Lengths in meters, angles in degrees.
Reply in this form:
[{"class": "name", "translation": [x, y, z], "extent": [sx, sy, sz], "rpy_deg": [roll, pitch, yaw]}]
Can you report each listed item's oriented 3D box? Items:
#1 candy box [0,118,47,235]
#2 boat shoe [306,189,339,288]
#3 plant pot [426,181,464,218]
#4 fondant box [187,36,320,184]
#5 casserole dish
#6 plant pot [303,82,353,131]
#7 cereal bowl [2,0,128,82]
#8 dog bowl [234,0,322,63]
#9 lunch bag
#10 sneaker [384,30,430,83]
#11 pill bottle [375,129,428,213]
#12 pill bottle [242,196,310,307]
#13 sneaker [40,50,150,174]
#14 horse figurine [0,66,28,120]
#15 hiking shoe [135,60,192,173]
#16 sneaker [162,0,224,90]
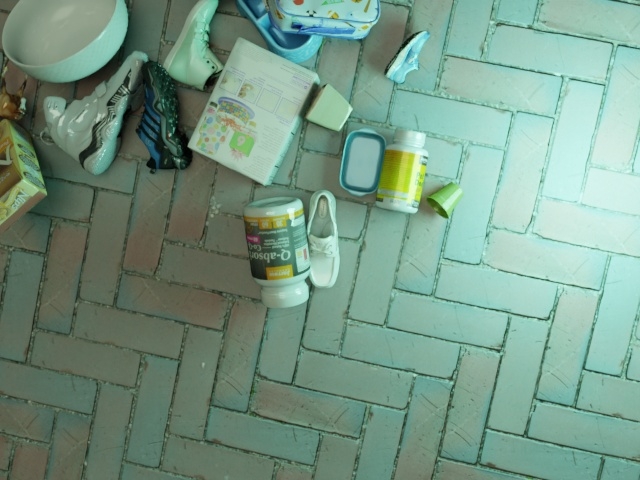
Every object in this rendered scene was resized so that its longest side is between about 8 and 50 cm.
[{"class": "candy box", "translation": [-0.860, -0.176, 1.767], "extent": [0.183, 0.087, 0.316], "rpy_deg": [-40, 49, 6]}, {"class": "boat shoe", "translation": [0.000, 0.000, 1.794], "extent": [0.098, 0.096, 0.276], "rpy_deg": [-2, 94, 3]}, {"class": "plant pot", "translation": [0.345, -0.115, 1.777], "extent": [0.079, 0.083, 0.083], "rpy_deg": [-45, 89, -6]}, {"class": "fondant box", "translation": [-0.180, -0.348, 1.790], "extent": [0.238, 0.096, 0.330], "rpy_deg": [27, 94, 2]}, {"class": "casserole dish", "translation": [0.117, -0.216, 1.804], "extent": [0.114, 0.037, 0.188], "rpy_deg": [10, 95, 3]}, {"class": "plant pot", "translation": [0.025, -0.352, 1.772], "extent": [0.096, 0.109, 0.109], "rpy_deg": [30, 95, -10]}, {"class": "cereal bowl", "translation": [-0.667, -0.557, 1.763], "extent": [0.339, 0.141, 0.338], "rpy_deg": [-6, 64, 12]}, {"class": "dog bowl", "translation": [-0.118, -0.625, 1.779], "extent": [0.166, 0.074, 0.297], "rpy_deg": [-37, 91, 5]}, {"class": "lunch bag", "translation": [0.000, -0.642, 1.695], "extent": [0.304, 0.115, 0.243], "rpy_deg": [-1, 82, -17]}, {"class": "sneaker", "translation": [0.245, -0.497, 1.775], "extent": [0.073, 0.063, 0.162], "rpy_deg": [35, 100, -16]}, {"class": "pill bottle", "translation": [0.222, -0.185, 1.756], "extent": [0.117, 0.117, 0.214], "rpy_deg": [10, 94, 4]}, {"class": "pill bottle", "translation": [-0.112, 0.031, 1.761], "extent": [0.162, 0.162, 0.278], "rpy_deg": [-6, 104, 5]}, {"class": "sneaker", "translation": [-0.624, -0.382, 1.798], "extent": [0.210, 0.137, 0.365], "rpy_deg": [28, 98, 0]}, {"class": "horse figurine", "translation": [-0.918, -0.394, 1.827], "extent": [0.264, 0.066, 0.174], "rpy_deg": [-6, 72, 12]}, {"class": "hiking shoe", "translation": [-0.453, -0.330, 1.777], "extent": [0.132, 0.113, 0.303], "rpy_deg": [-7, 109, 11]}, {"class": "sneaker", "translation": [-0.307, -0.536, 1.791], "extent": [0.151, 0.094, 0.255], "rpy_deg": [29, 97, 0]}]
